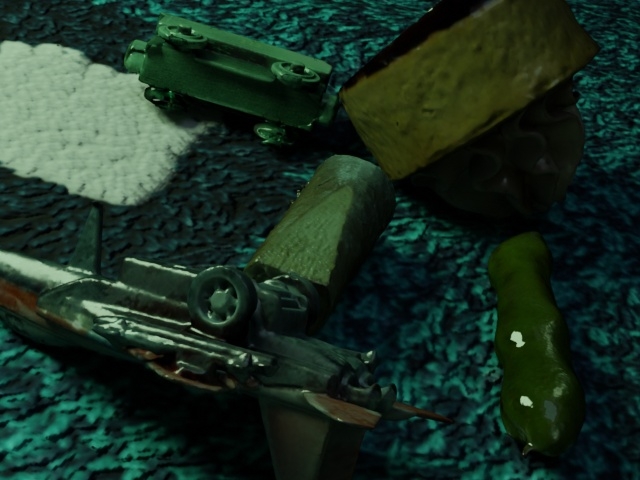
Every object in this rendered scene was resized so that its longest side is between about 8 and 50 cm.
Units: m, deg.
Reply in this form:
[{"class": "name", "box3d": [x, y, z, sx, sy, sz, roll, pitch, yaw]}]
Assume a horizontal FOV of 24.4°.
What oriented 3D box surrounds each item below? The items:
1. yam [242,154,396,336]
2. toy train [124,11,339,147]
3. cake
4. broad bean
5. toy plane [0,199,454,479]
[{"class": "yam", "box3d": [0.000, 0.000, 0.997, 0.068, 0.068, 0.169, 21, 31, 8]}, {"class": "toy train", "box3d": [-0.067, -0.129, 1.174, 0.172, 0.070, 0.099, 17, 21, 0]}, {"class": "cake", "box3d": [0.134, -0.103, 1.121, 0.178, 0.207, 0.185, 49, 34, 0]}, {"class": "broad bean", "box3d": [0.141, 0.059, 0.994, 0.053, 0.052, 0.256, 53, 20, -21]}, {"class": "toy plane", "box3d": [-0.090, 0.045, 0.850, 0.326, 0.104, 0.223, 27, 6, 22]}]
